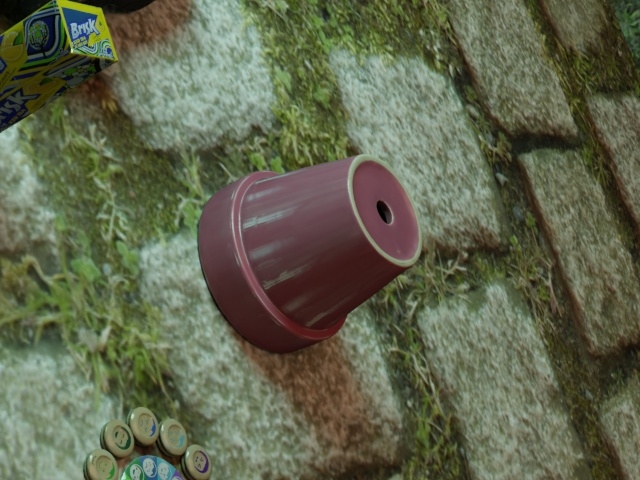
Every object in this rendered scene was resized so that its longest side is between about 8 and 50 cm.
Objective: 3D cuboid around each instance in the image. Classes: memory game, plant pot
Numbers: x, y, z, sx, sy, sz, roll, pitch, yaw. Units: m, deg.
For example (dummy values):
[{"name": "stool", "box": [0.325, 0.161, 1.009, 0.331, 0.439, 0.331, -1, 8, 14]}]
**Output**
[{"name": "memory game", "box": [-0.145, 0.243, 1.250, 0.186, 0.012, 0.186, 35, 42, -39]}, {"name": "plant pot", "box": [0.000, 0.000, 1.469, 0.201, 0.180, 0.201, 34, 43, -39]}]

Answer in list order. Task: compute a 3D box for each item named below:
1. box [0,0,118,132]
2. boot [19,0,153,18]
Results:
[{"name": "box", "box": [-0.260, -0.146, 1.197, 0.059, 0.169, 0.054, 1, 67, -56]}, {"name": "boot", "box": [-0.241, -0.352, 1.427, 0.223, 0.118, 0.338, 58, 28, -2]}]
